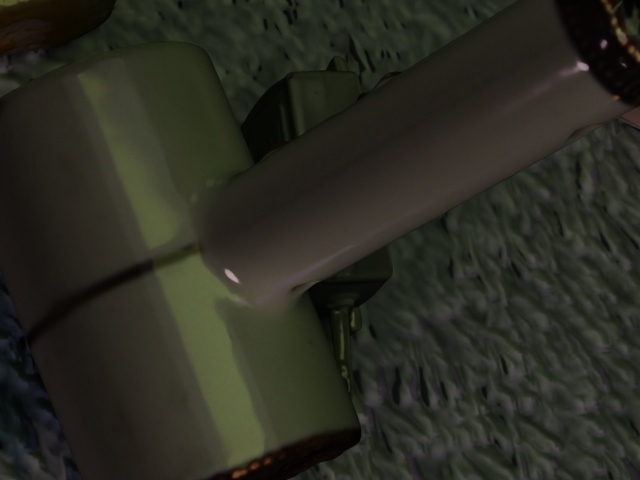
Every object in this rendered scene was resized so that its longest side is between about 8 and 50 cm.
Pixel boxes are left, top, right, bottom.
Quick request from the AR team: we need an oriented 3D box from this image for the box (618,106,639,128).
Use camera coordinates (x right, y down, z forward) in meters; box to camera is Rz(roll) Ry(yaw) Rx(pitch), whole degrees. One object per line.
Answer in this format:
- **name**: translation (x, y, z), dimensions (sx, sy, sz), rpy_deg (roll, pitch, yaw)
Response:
- **box**: translation (0.221, -0.182, 1.033), dimensions (0.095, 0.168, 0.212), rpy_deg (27, 64, -15)

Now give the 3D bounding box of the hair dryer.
- **hair dryer**: translation (0.011, -0.025, 0.808), dimensions (0.128, 0.362, 0.203), rpy_deg (-7, 71, -54)

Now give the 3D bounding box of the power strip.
- **power strip**: translation (0.000, 0.000, 0.939), dimensions (0.042, 0.075, 0.175), rpy_deg (-3, 72, -23)

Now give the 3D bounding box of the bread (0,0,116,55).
- **bread**: translation (-0.151, -0.153, 0.943), dimensions (0.149, 0.073, 0.122), rpy_deg (-23, 86, -24)
